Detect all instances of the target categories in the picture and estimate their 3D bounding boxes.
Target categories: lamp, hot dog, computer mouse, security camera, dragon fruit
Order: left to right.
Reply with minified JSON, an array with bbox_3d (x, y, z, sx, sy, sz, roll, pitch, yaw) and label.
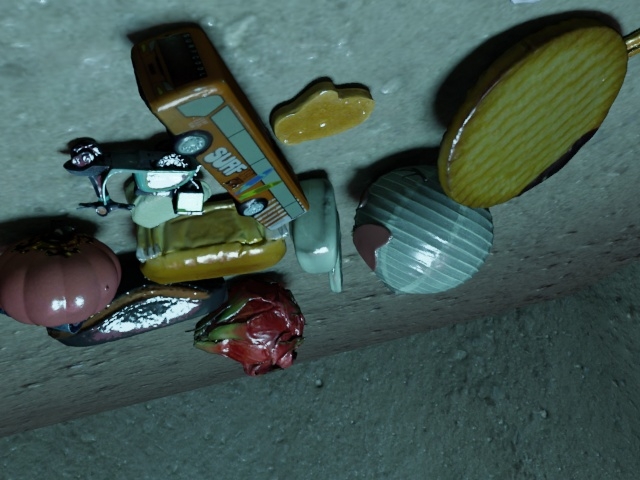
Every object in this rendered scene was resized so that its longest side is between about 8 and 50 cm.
[{"bbox_3d":[-0.388,0.046,0.903,0.182,0.140,0.182,2,-158,-1],"label":"lamp"},{"bbox_3d":[-0.328,0.101,1.109,0.323,0.116,0.183,-14,-165,-24],"label":"computer mouse"},{"bbox_3d":[-0.164,0.205,1.399,0.293,0.234,0.234,-21,168,-38],"label":"dragon fruit"},{"bbox_3d":[0.000,0.000,1.096,0.080,0.157,0.301,-4,162,6],"label":"security camera"},{"bbox_3d":[0.174,-0.014,1.067,0.233,0.233,0.265,-25,155,22],"label":"lamp"},{"bbox_3d":[0.459,-0.288,0.864,0.083,0.021,0.037,-23,139,27],"label":"hot dog"}]

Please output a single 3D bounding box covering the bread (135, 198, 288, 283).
[{"bbox_3d":[-0.178,0.005,1.012,0.241,0.107,0.136,-8,162,-10],"label":"bread"}]

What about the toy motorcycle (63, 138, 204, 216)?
[{"bbox_3d":[-0.234,-0.078,0.782,0.173,0.058,0.100,-1,123,-22],"label":"toy motorcycle"}]

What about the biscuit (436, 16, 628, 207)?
[{"bbox_3d":[0.303,-0.172,0.885,0.317,0.040,0.318,-23,144,-17],"label":"biscuit"}]

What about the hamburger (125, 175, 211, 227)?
[{"bbox_3d":[-0.221,-0.069,0.871,0.121,0.054,0.084,-19,157,-2],"label":"hamburger"}]

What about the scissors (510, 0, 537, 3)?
[{"bbox_3d":[0.270,-0.317,0.633,0.189,0.015,0.100,-31,154,33],"label":"scissors"}]

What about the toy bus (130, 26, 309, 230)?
[{"bbox_3d":[-0.107,-0.114,0.773,0.092,0.093,0.409,-26,161,4],"label":"toy bus"}]

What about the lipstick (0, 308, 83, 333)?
[{"bbox_3d":[-0.499,0.100,0.983,0.234,0.053,0.053,11,161,4],"label":"lipstick"}]

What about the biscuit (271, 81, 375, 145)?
[{"bbox_3d":[0.003,-0.171,0.806,0.140,0.023,0.118,-13,161,-7],"label":"biscuit"}]

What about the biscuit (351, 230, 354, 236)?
[{"bbox_3d":[0.150,-0.061,1.246,0.144,0.016,0.203,-11,160,-14],"label":"biscuit"}]
